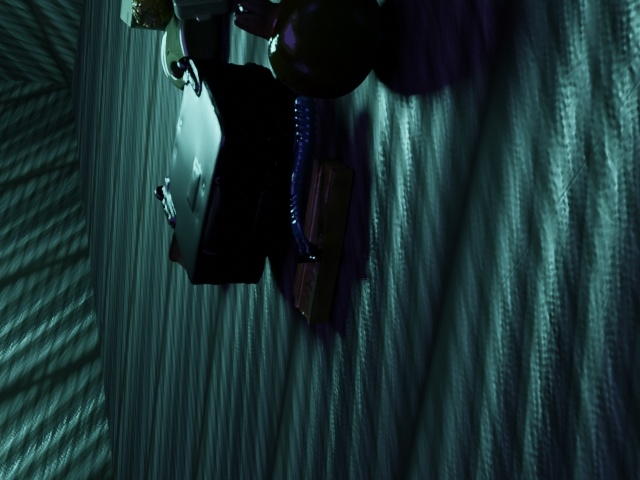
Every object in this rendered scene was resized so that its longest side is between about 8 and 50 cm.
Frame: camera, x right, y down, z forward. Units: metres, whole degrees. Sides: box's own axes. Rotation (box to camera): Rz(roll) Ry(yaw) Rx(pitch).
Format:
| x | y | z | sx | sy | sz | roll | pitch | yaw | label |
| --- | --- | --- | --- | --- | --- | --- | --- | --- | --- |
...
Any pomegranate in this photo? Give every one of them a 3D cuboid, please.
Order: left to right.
| x | y | z | sx | sy | sz | roll | pitch | yaw | label |
| --- | --- | --- | --- | --- | --- | --- | --- | --- | --- |
| -0.017 | -0.290 | 1.350 | 0.180 | 0.209 | 0.180 | -163 | 90 | -75 | pomegranate |

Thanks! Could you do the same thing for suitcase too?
| x | y | z | sx | sy | sz | roll | pitch | yaw | label |
| --- | --- | --- | --- | --- | --- | --- | --- | --- | --- |
| -0.166 | -0.120 | 1.739 | 0.339 | 0.188 | 0.345 | -114 | 35 | -50 | suitcase |

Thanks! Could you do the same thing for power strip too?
| x | y | z | sx | sy | sz | roll | pitch | yaw | label |
| --- | --- | --- | --- | --- | --- | --- | --- | --- | --- |
| -0.274 | -0.577 | 2.129 | 0.046 | 0.117 | 0.270 | 88 | 169 | -51 | power strip |

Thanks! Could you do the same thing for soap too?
| x | y | z | sx | sy | sz | roll | pitch | yaw | label |
| --- | --- | --- | --- | --- | --- | --- | --- | --- | --- |
| 0.001 | 0.000 | 1.515 | 0.092 | 0.037 | 0.252 | -134 | 50 | -62 | soap |

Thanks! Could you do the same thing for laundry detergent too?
| x | y | z | sx | sy | sz | roll | pitch | yaw | label |
| --- | --- | --- | --- | --- | --- | --- | --- | --- | --- |
| -0.305 | -0.440 | 2.233 | 0.253 | 0.091 | 0.181 | 165 | 104 | -67 | laundry detergent |

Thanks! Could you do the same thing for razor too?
| x | y | z | sx | sy | sz | roll | pitch | yaw | label |
| --- | --- | --- | --- | --- | --- | --- | --- | --- | --- |
| -0.025 | -0.092 | 1.482 | 0.082 | 0.042 | 0.253 | 175 | 96 | -69 | razor |

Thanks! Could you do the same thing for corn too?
| x | y | z | sx | sy | sz | roll | pitch | yaw | label |
| --- | --- | --- | --- | --- | --- | --- | --- | --- | --- |
| -0.347 | -0.580 | 2.224 | 0.106 | 0.106 | 0.293 | 115 | 173 | -45 | corn |

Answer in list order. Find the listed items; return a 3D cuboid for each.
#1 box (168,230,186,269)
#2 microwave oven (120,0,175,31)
| x | y | z | sx | sy | sz | roll | pitch | yaw | label |
| --- | --- | --- | --- | --- | --- | --- | --- | --- | --- |
| -0.261 | -0.008 | 2.090 | 0.177 | 0.111 | 0.111 | 114 | 149 | -43 | box |
| -0.408 | -0.654 | 2.435 | 0.194 | 0.145 | 0.241 | -138 | 53 | -59 | microwave oven |
